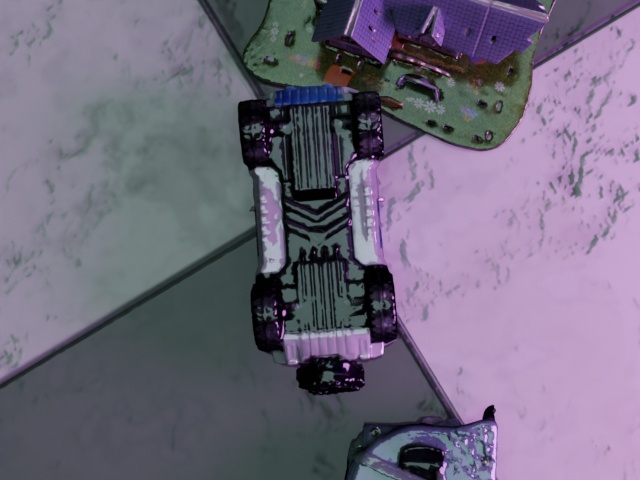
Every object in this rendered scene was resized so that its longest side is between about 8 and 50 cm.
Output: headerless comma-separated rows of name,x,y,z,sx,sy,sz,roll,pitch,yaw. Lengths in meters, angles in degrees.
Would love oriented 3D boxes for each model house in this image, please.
model house,0.047,-0.128,1.004,0.167,0.088,0.117,20,85,3

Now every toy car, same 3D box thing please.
toy car,0.000,0.000,1.003,0.080,0.070,0.170,-5,83,1

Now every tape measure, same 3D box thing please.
tape measure,0.060,0.141,0.999,0.094,0.054,0.091,-12,79,-2
